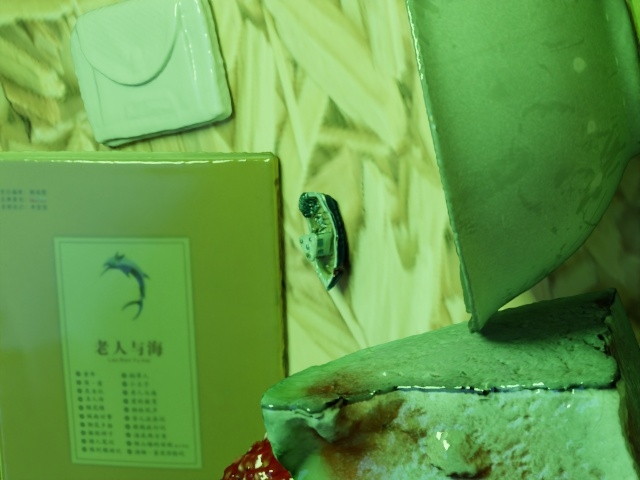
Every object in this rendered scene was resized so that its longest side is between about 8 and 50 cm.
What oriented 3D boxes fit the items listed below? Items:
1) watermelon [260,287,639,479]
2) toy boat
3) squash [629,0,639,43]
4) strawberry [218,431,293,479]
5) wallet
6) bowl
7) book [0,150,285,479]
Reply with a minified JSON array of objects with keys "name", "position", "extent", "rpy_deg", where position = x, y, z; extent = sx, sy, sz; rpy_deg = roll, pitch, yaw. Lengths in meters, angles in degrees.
[{"name":"watermelon","position":[0.129,0.167,1.277],"extent":[0.214,0.320,0.289],"rpy_deg":[-37,60,55]},{"name":"toy boat","position":[0.000,0.000,1.576],"extent":[0.038,0.038,0.083],"rpy_deg":[-12,92,45]},{"name":"squash","position":[0.263,-0.097,1.231],"extent":[0.137,0.137,0.287],"rpy_deg":[-1,101,44]},{"name":"strawberry","position":[0.004,0.272,1.480],"extent":[0.257,0.261,0.261],"rpy_deg":[-3,100,13]},{"name":"wallet","position":[-0.154,-0.150,1.687],"extent":[0.183,0.032,0.124],"rpy_deg":[-8,98,43]},{"name":"bowl","position":[0.141,-0.105,1.305],"extent":[0.146,0.313,0.313],"rpy_deg":[-11,94,3]},{"name":"book","position":[-0.160,0.113,1.676],"extent":[0.269,0.032,0.389],"rpy_deg":[2,103,11]}]
